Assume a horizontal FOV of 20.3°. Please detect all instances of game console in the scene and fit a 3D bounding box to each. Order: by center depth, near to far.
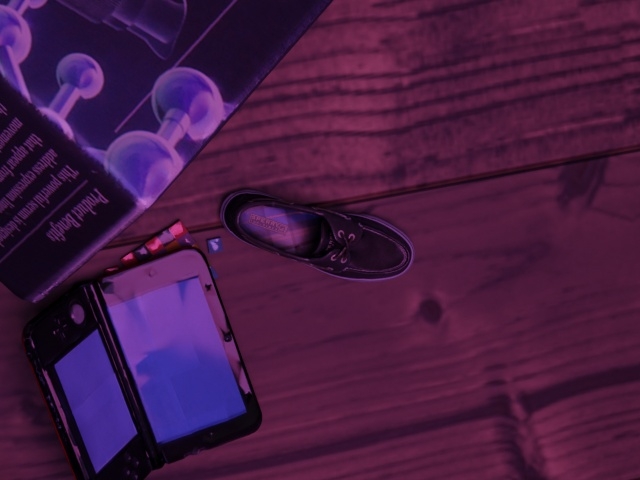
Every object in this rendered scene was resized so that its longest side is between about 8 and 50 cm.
[{"bbox_3d":[-0.117,0.095,1.199,0.085,0.124,0.144,-12,106,26],"label":"game console"}]

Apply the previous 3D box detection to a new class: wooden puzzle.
[{"bbox_3d":[-0.104,0.020,1.230,0.083,0.006,0.049,-35,105,-4],"label":"wooden puzzle"}]

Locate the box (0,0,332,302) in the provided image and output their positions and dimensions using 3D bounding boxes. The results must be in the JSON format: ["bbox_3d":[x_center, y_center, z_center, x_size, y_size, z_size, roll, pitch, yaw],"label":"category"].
[{"bbox_3d":[-0.187,-0.215,0.988,0.395,0.212,0.293,43,62,-9],"label":"box"}]

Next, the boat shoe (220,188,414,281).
[{"bbox_3d":[0.000,0.000,1.231,0.142,0.040,0.049,14,97,-14],"label":"boat shoe"}]
